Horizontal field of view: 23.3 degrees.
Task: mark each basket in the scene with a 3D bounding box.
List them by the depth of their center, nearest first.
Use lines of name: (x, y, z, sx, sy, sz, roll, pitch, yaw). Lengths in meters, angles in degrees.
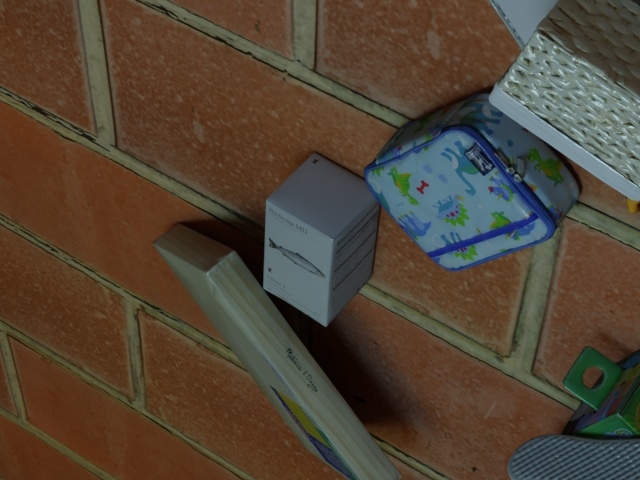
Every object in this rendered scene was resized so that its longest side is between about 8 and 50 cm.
basket: (0.252, -0.137, 1.353, 0.167, 0.113, 0.103, 35, 146, 9)

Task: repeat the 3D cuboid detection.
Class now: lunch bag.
lunch bag: (0.164, -0.058, 1.694, 0.176, 0.090, 0.219, 48, 148, -15)

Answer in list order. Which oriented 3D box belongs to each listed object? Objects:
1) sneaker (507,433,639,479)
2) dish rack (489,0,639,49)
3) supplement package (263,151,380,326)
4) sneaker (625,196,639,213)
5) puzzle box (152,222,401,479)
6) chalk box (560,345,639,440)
sneaker: (0.345, 0.296, 1.671, 0.161, 0.102, 0.282, 54, 157, -24)
dish rack: (0.264, -0.225, 1.408, 0.285, 0.072, 0.333, -14, 119, 52)
supplement package: (0.000, 0.000, 1.918, 0.105, 0.105, 0.179, 31, 146, 21)
sneaker: (0.388, -0.012, 1.510, 0.215, 0.083, 0.084, 32, 144, 8)
puzzle box: (-0.064, 0.162, 2.143, 0.409, 0.052, 0.272, 55, 167, -20)
chalk box: (0.369, 0.207, 1.743, 0.213, 0.132, 0.132, 43, 148, -4)
